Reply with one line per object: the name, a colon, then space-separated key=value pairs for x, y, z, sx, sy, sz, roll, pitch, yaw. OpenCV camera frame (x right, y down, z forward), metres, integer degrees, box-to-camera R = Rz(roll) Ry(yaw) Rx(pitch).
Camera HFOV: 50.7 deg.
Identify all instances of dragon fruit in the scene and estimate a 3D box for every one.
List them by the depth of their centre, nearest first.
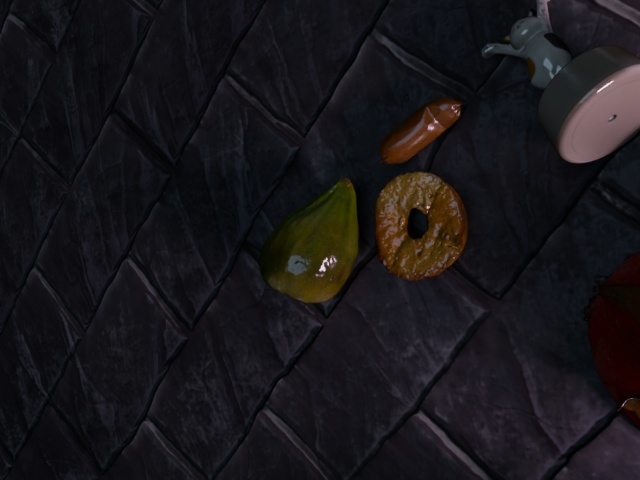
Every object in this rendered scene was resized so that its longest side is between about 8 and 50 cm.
dragon fruit: x=0.519 y=0.154 z=0.986 sx=0.282 sy=0.100 sz=0.343 roll=12 pitch=97 yaw=35

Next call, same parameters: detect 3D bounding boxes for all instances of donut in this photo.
donut: x=0.180 y=-0.025 z=1.195 sx=0.174 sy=0.075 sz=0.190 roll=-25 pitch=75 yaw=30

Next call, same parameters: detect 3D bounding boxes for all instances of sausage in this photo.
sausage: x=0.173 y=-0.196 z=1.204 sx=0.183 sy=0.054 sz=0.062 roll=-40 pitch=104 yaw=24

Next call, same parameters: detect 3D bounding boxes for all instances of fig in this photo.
fig: x=-0.007 y=0.010 z=1.271 sx=0.167 sy=0.167 sz=0.233 roll=23 pitch=67 yaw=28

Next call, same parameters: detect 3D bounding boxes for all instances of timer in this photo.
timer: x=0.370 y=-0.269 z=1.049 sx=0.175 sy=0.175 sz=0.266 roll=-46 pitch=51 yaw=24

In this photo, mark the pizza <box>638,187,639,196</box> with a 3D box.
pizza: x=0.579 y=-0.073 z=0.962 sx=0.188 sy=0.062 sz=0.199 roll=-41 pitch=79 yaw=17
